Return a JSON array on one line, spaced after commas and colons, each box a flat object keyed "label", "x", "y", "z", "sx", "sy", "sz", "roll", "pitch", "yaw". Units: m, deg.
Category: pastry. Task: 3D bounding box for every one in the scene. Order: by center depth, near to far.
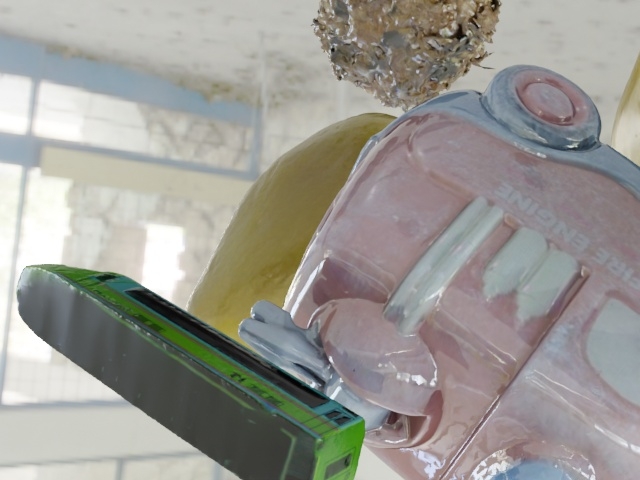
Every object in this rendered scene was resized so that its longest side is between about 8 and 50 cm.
[{"label": "pastry", "x": 0.123, "y": -0.324, "z": 1.631, "sx": 0.275, "sy": 0.274, "sz": 0.193, "roll": 6, "pitch": -151, "yaw": 25}]

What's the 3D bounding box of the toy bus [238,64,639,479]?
[{"label": "toy bus", "x": 0.112, "y": 0.061, "z": 0.657, "sx": 0.294, "sy": 0.197, "sz": 0.232, "roll": 38, "pitch": -135, "yaw": 11}]

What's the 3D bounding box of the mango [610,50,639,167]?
[{"label": "mango", "x": 0.403, "y": -0.144, "z": 1.045, "sx": 0.221, "sy": 0.301, "sz": 0.445, "roll": -5, "pitch": 162, "yaw": -25}]

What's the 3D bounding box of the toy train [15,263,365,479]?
[{"label": "toy train", "x": -0.069, "y": 0.061, "z": 0.571, "sx": 0.209, "sy": 0.044, "sz": 0.042, "roll": 27, "pitch": -154, "yaw": 33}]

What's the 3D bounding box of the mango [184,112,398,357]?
[{"label": "mango", "x": 0.008, "y": -0.002, "z": 1.116, "sx": 0.195, "sy": 0.331, "sz": 0.142, "roll": 1, "pitch": 134, "yaw": 34}]
